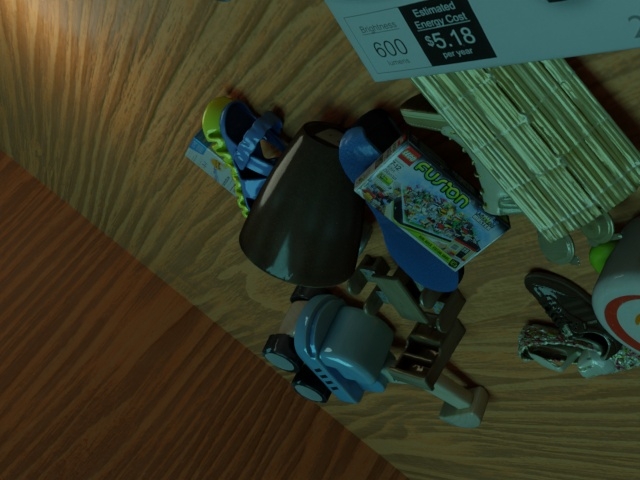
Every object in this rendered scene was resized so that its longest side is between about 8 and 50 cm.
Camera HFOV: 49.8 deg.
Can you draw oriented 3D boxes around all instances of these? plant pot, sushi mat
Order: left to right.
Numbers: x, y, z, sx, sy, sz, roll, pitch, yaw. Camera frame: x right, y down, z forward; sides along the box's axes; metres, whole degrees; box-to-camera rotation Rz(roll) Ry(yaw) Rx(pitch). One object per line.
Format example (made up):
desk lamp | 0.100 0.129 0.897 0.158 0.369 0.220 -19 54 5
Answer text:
plant pot | -0.008 -0.076 1.173 0.215 0.215 0.230 29 121 17
sushi mat | 0.238 -0.149 0.816 0.151 0.019 0.316 -38 100 29

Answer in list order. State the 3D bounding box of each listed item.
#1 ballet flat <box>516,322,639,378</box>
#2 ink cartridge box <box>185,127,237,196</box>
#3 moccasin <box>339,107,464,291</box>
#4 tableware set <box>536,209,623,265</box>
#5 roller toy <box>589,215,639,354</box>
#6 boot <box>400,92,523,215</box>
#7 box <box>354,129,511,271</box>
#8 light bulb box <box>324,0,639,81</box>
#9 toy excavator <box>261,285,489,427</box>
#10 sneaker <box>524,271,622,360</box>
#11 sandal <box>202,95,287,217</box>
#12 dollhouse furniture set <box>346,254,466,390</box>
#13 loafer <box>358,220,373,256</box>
ballet flat | 0.457 0.205 1.229 0.241 0.077 0.091 2 138 51
ink cartridge box | -0.188 -0.159 1.452 0.181 0.061 0.104 39 156 -7
moccasin | 0.158 -0.062 1.107 0.138 0.117 0.342 -1 133 36
tableware set | 0.329 -0.046 0.940 0.168 0.020 0.141 65 154 2
roller toy | 0.461 0.069 0.888 0.191 0.146 0.209 40 156 -8
boot | 0.213 -0.119 0.936 0.213 0.077 0.165 13 136 35
box | 0.163 -0.054 1.004 0.207 0.036 0.114 37 121 -16
light bulb box | 0.129 -0.338 0.496 0.358 0.225 0.361 6 143 49
toy excavator | 0.144 0.312 1.721 0.445 0.222 0.433 -1 139 42
sneaker | 0.415 0.123 1.140 0.188 0.071 0.066 32 156 9
sandal | -0.097 -0.127 1.298 0.138 0.126 0.317 2 134 42
dollhouse furniture set | 0.179 0.170 1.434 0.212 0.161 0.242 7 143 49
loafer | 0.000 0.000 1.429 0.111 0.112 0.319 35 158 -17
